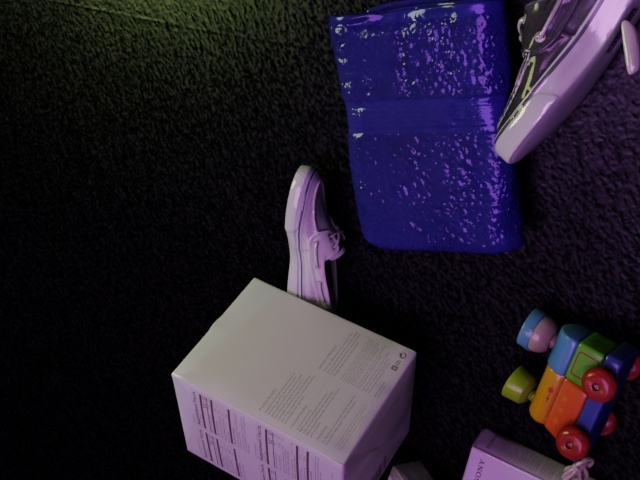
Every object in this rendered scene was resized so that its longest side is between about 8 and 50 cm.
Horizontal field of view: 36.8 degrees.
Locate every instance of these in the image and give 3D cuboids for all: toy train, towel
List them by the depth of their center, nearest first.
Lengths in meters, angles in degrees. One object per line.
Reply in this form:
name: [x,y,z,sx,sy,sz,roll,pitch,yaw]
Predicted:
towel: [0.136,-0.139,1.175,0.227,0.076,0.308,4,111,34]
toy train: [0.290,0.215,1.212,0.143,0.105,0.248,31,119,29]

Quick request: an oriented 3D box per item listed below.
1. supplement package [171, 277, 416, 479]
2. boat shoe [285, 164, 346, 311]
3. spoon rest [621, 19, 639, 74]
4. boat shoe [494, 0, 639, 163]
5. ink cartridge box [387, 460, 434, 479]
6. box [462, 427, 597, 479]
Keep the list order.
supplement package: [-0.032,0.226,1.325,0.262,0.199,0.198,24,142,21]
boat shoe: [0.000,0.000,1.321,0.075,0.083,0.226,13,129,15]
spoon rest: [0.445,-0.215,0.950,0.276,0.084,0.137,-6,93,22]
boat shoe: [0.262,-0.225,1.029,0.102,0.108,0.301,40,117,19]
ink cartridge box: [0.140,0.463,1.393,0.171,0.056,0.235,50,135,45]
box: [0.332,0.422,1.306,0.322,0.058,0.232,23,121,23]
